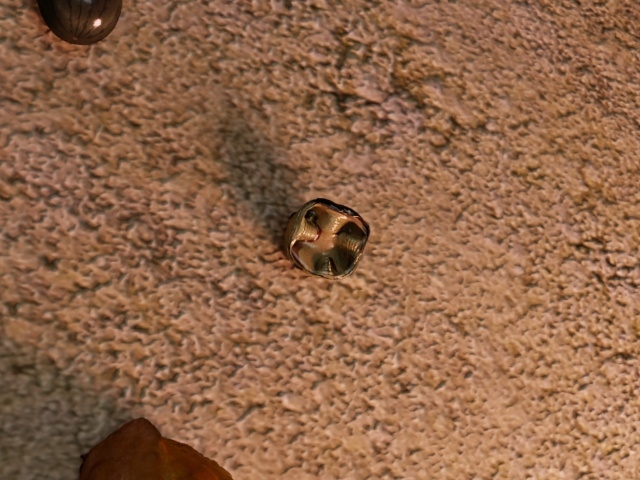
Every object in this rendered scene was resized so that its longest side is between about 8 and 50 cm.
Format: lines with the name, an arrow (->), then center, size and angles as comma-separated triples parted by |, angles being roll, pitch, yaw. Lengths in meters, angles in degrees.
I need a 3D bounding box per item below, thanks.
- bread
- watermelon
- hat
bread -> -0.128, 0.272, 0.888 | 0.129, 0.134, 0.260 | 15, 70, -30
watermelon -> -0.220, -0.232, 0.999 | 0.078, 0.078, 0.111 | -5, 79, -34
hat -> 0.000, -0.001, 1.091 | 0.077, 0.059, 0.076 | 23, 82, -20
